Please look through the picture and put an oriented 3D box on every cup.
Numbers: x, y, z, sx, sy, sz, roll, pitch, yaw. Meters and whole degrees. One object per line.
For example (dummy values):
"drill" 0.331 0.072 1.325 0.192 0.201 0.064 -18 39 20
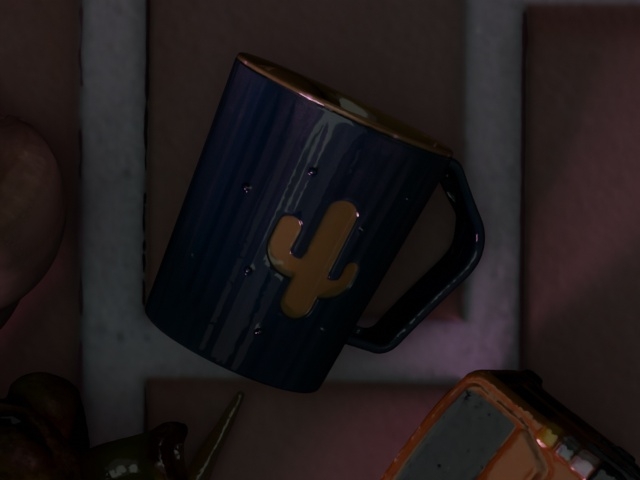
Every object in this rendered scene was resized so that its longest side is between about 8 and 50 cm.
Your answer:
"cup" 0.000 0.000 1.051 0.176 0.131 0.155 24 98 -21

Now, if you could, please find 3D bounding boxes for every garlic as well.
"garlic" -0.244 0.002 1.061 0.229 0.178 0.143 4 123 22

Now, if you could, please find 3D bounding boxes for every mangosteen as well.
"mangosteen" -0.183 0.158 1.025 0.250 0.211 0.211 -28 89 -6

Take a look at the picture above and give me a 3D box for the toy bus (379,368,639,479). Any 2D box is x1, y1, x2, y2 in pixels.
"toy bus" 0.100 0.128 1.001 0.114 0.201 0.098 39 94 11

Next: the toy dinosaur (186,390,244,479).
"toy dinosaur" -0.098 0.173 1.095 0.126 0.039 0.162 -6 89 6
